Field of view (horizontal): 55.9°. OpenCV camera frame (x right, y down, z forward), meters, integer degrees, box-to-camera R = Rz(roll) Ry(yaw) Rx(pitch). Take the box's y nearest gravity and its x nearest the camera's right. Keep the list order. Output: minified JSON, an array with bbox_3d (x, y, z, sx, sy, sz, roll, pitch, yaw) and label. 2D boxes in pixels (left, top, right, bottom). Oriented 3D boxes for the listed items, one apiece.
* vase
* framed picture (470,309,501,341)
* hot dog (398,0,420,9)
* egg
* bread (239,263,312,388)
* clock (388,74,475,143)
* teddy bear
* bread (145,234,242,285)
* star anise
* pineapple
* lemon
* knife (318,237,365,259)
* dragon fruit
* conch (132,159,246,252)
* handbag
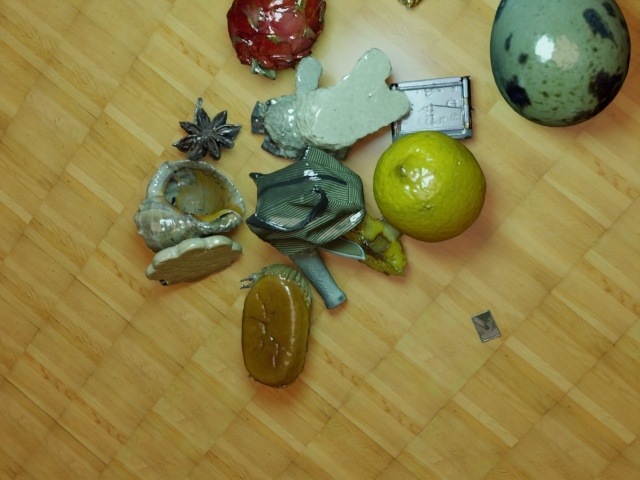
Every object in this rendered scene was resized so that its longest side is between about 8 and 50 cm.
[{"bbox_3d":[-0.004,0.114,1.933,0.096,0.096,0.219,-33,94,13],"label":"vase"},{"bbox_3d":[0.522,0.270,1.903,0.066,0.006,0.089,-25,93,13],"label":"framed picture"},{"bbox_3d":[0.291,-0.804,1.751,0.109,0.072,0.270,15,101,-8],"label":"hot dog"},{"bbox_3d":[0.623,-0.515,1.602,0.344,0.345,0.428,-21,91,12],"label":"egg"},{"bbox_3d":[-0.136,0.273,1.930,0.235,0.183,0.389,0,98,13],"label":"bread"},{"bbox_3d":[0.331,-0.389,1.803,0.253,0.083,0.187,-2,98,11],"label":"clock"},{"bbox_3d":[0.006,-0.395,1.811,0.375,0.362,0.327,-37,115,-11],"label":"teddy bear"},{"bbox_3d":[-0.401,0.062,1.902,0.315,0.316,0.054,-25,70,12],"label":"bread"},{"bbox_3d":[-0.360,-0.340,1.911,0.230,0.081,0.263,-21,58,-1],"label":"star anise"},{"bbox_3d":[0.170,-0.009,1.890,0.249,0.139,0.164,37,61,-12],"label":"pineapple"},{"bbox_3d":[0.309,-0.153,1.717,0.335,0.336,0.336,1,98,10],"label":"lemon"},{"bbox_3d":[-0.001,0.001,1.875,0.342,0.027,0.061,18,62,31],"label":"knife"},{"bbox_3d":[-0.130,-0.646,1.756,0.277,0.277,0.343,23,103,6],"label":"dragon fruit"},{"bbox_3d":[-0.420,-0.102,1.926,0.351,0.210,0.297,0,88,-11],"label":"conch"},{"bbox_3d":[-0.055,-0.116,1.769,0.340,0.240,0.248,-21,52,27],"label":"handbag"}]
